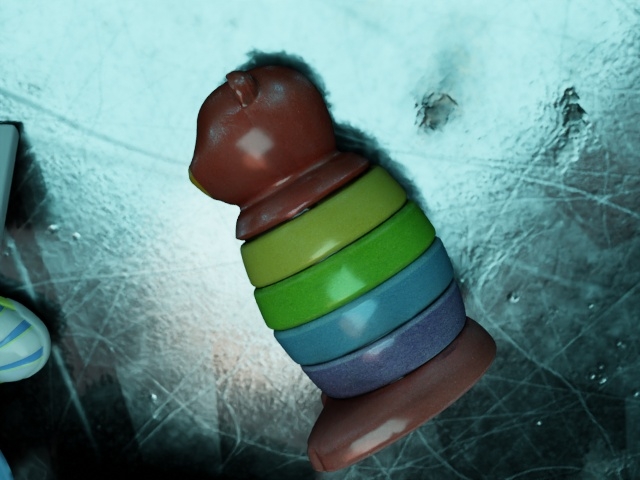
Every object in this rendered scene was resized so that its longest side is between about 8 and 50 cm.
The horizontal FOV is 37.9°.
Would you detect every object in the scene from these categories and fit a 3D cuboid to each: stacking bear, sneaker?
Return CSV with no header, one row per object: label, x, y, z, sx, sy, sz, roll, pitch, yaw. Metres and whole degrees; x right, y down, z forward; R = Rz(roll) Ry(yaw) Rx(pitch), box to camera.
stacking bear,0.000,0.000,0.730,0.164,0.175,0.289,-29,97,11
sneaker,-0.354,0.087,0.769,0.240,0.126,0.091,10,107,-2

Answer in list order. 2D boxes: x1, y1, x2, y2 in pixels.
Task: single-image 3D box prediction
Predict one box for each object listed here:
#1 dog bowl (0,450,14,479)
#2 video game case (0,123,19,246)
dog bowl,-0.399,0.220,0.790,0.297,0.074,0.166,-14,110,24
video game case,-0.323,-0.023,0.741,0.143,0.019,0.157,0,64,1
